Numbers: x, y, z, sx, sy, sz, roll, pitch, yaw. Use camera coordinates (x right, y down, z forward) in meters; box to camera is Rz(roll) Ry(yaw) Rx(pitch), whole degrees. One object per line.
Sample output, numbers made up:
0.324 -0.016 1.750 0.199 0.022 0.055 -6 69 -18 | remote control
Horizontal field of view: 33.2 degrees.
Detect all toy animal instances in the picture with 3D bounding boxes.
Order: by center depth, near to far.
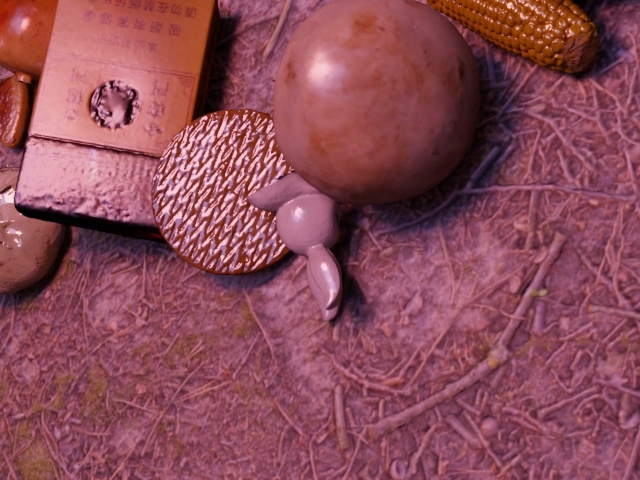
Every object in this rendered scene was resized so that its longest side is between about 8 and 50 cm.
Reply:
-0.001 -0.003 1.568 0.220 0.131 0.104 60 155 3 | toy animal

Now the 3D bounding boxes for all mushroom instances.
0.067 -0.202 1.505 0.297 0.298 0.290 -60 22 4 | mushroom

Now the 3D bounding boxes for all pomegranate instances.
-0.509 -0.375 1.955 0.191 0.191 0.191 -9 72 30 | pomegranate

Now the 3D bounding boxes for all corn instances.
0.249 -0.335 1.496 0.322 0.119 0.119 40 99 34 | corn

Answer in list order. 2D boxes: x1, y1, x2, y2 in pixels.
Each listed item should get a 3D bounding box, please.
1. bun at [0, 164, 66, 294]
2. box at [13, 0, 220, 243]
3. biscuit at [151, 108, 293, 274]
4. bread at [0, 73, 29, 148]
-0.568 -0.023 1.901 0.239 0.141 0.239 -4 75 17 | bun
-0.326 -0.215 1.762 0.265 0.116 0.415 11 79 0 | box
-0.132 -0.075 1.656 0.262 0.037 0.261 -1 84 5 | biscuit
-0.594 -0.260 2.047 0.154 0.054 0.136 32 96 29 | bread
